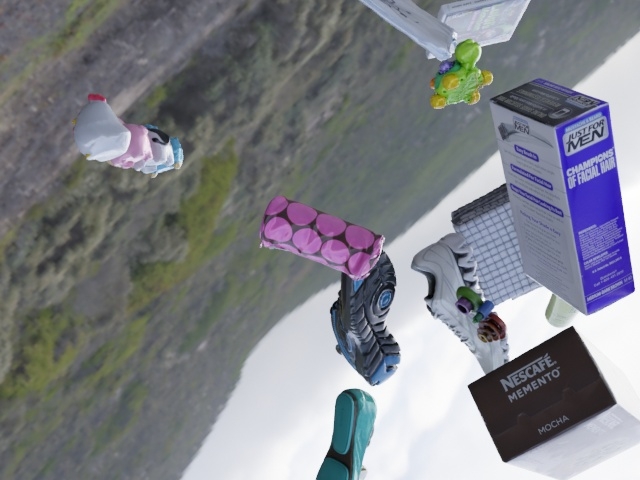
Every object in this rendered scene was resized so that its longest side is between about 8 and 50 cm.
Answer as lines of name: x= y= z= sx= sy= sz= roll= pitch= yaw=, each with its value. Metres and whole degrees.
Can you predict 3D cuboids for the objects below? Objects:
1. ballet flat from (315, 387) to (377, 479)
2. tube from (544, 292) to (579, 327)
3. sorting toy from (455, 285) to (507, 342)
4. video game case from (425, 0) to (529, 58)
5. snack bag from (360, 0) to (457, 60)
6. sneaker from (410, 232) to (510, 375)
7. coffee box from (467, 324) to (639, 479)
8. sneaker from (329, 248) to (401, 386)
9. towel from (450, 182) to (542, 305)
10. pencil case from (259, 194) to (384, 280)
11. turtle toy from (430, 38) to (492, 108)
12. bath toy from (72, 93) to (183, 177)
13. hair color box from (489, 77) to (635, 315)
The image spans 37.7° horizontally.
ballet flat: x=0.053 y=0.379 z=1.645 sx=0.083 sy=0.087 sz=0.247 roll=21 pitch=-80 yaw=50
tube: x=0.492 y=0.112 z=1.858 sx=0.070 sy=0.062 sz=0.240 roll=-22 pitch=159 yaw=-6
sorting toy: x=0.234 y=0.115 z=1.401 sx=0.042 sy=0.102 sz=0.061 roll=-43 pitch=170 yaw=-22
video game case: x=0.295 y=-0.407 z=1.763 sx=0.173 sy=0.022 sz=0.190 roll=-15 pitch=167 yaw=-6
snack bag: x=0.056 y=-0.369 z=1.295 sx=0.037 sy=0.342 sz=0.323 roll=-52 pitch=-177 yaw=18
sneaker: x=0.266 y=0.137 z=1.793 sx=0.118 sy=0.292 sz=0.110 roll=-22 pitch=175 yaw=-19
coffee box: x=0.346 y=0.238 z=1.314 sx=0.168 sy=0.119 sz=0.297 roll=-32 pitch=150 yaw=15
sneaker: x=0.066 y=0.136 z=1.821 sx=0.125 sy=0.139 sz=0.341 roll=-31 pitch=134 yaw=-30
towel: x=0.439 y=-0.015 z=2.009 sx=0.283 sy=0.235 sz=0.121 roll=-27 pitch=-157 yaw=7
pencil case: x=0.000 y=0.000 z=1.614 sx=0.095 sy=0.209 sz=0.098 roll=-13 pitch=124 yaw=-81
turtle toy: x=0.232 y=-0.277 z=1.564 sx=0.095 sy=0.066 sz=0.130 roll=-11 pitch=153 yaw=-27
bath toy: x=-0.405 y=-0.209 z=1.907 sx=0.151 sy=0.129 sz=0.348 roll=-17 pitch=174 yaw=10
hair color box: x=0.388 y=-0.071 z=1.501 sx=0.110 sy=0.339 sz=0.185 roll=-26 pitch=-151 yaw=-12
